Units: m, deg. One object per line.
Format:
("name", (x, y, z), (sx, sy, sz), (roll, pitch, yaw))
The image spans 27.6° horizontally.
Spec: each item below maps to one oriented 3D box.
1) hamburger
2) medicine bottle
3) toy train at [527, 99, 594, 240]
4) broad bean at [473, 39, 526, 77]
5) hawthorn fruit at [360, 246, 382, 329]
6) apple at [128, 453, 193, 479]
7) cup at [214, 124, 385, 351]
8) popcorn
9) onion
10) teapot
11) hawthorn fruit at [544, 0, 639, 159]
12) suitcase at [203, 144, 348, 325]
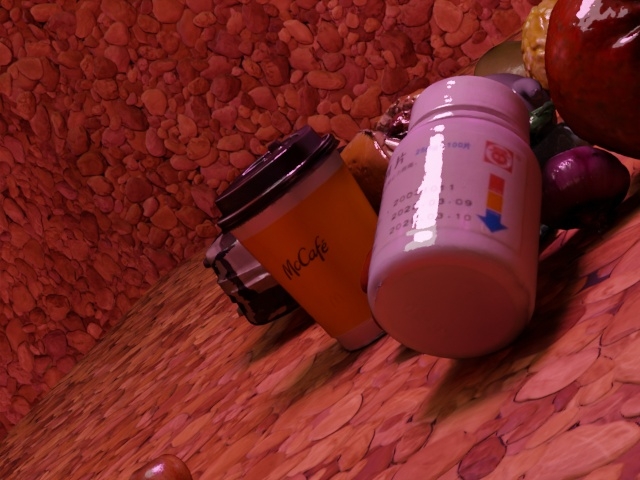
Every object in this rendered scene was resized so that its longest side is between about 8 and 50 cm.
("hamburger", (0.119, -0.101, 1.782), (0.245, 0.282, 0.155), (11, 66, 36))
("medicine bottle", (0.147, -0.033, 1.367), (0.170, 0.170, 0.293), (-32, 32, 37))
("toy train", (0.230, -0.062, 1.623), (0.243, 0.132, 0.188), (-39, 3, -28))
("broad bean", (0.390, -0.323, 2.408), (0.263, 0.121, 0.189), (-24, 20, 53))
("hawthorn fruit", (0.114, 0.052, 1.545), (0.140, 0.125, 0.125), (-6, 2, -12))
("apple", (-0.196, 0.305, 1.606), (0.084, 0.071, 0.084), (-31, 3, 2))
("cup", (0.000, 0.000, 1.714), (0.196, 0.279, 0.196), (-36, 8, 6))
("popcorn", (0.409, -0.295, 2.059), (0.198, 0.198, 0.212), (-39, -18, -7))
("onion", (0.288, -0.050, 1.443), (0.115, 0.104, 0.115), (-20, -29, -12))
("teapot", (0.258, -0.131, 1.877), (0.149, 0.162, 0.239), (-79, 16, -61))
("hawthorn fruit", (0.375, -0.198, 1.466), (0.254, 0.254, 0.300), (-38, -19, -2))
("suitcase", (0.007, -0.020, 2.132), (0.339, 0.194, 0.351), (-29, 12, 17))
